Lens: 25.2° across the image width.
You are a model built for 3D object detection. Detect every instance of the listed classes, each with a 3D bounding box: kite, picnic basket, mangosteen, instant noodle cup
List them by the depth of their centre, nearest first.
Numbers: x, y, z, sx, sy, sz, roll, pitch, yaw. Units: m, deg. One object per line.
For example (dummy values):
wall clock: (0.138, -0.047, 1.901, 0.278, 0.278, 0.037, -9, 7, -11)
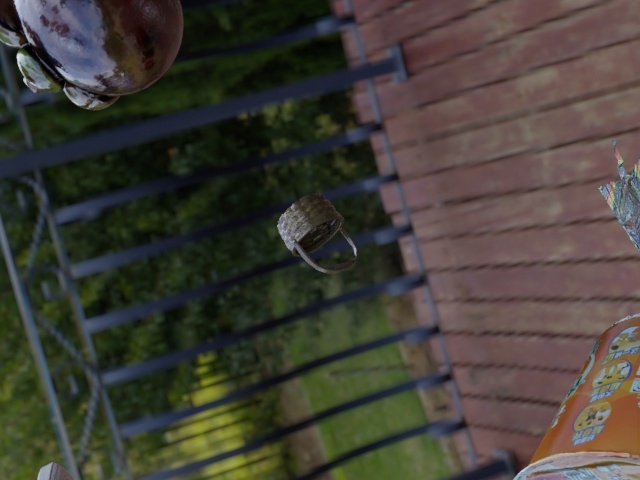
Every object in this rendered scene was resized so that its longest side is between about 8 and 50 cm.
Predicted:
kite: (0.233, -0.036, 1.085, 0.122, 0.004, 0.090, 105, 155, -73)
mangosteen: (-0.235, -0.218, 1.426, 0.200, 0.200, 0.200, 164, 90, -70)
instant noodle cup: (0.362, 0.222, 1.456, 0.296, 0.214, 0.296, 19, 143, 15)
picnic basket: (0.000, 0.000, 1.480, 0.083, 0.072, 0.072, 51, 153, 19)

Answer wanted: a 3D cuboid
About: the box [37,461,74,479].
box: (-0.285, 0.372, 1.624, 0.142, 0.044, 0.285, 61, -173, -21)
